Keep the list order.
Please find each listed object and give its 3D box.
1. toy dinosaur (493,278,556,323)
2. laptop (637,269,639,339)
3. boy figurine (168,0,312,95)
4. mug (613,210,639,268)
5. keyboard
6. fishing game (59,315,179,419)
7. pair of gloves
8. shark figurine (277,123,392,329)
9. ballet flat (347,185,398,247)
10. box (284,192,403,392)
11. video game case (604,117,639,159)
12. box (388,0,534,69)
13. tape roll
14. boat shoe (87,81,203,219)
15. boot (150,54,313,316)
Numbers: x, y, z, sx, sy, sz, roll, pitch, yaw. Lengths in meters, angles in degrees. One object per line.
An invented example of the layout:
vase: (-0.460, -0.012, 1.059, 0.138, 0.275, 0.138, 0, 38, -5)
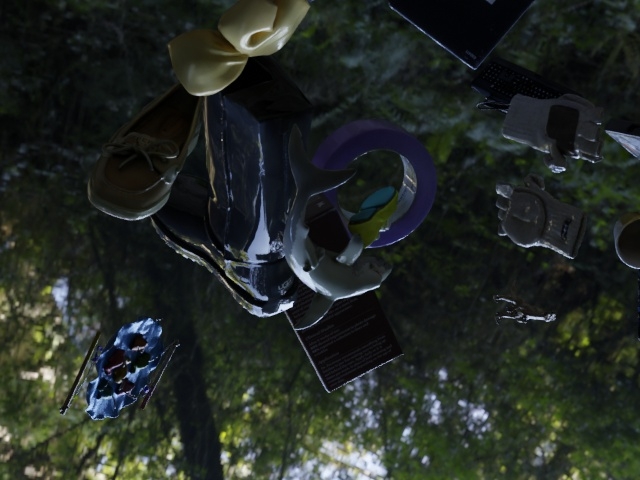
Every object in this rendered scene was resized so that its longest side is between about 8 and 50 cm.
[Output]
toy dinosaur: (0.372, 0.126, 1.684, 0.092, 0.053, 0.183, -1, -164, -15)
laptop: (0.776, 0.070, 1.814, 0.234, 0.264, 0.136, -7, -169, -23)
boy figurine: (-0.066, -0.291, 1.124, 0.092, 0.285, 0.177, 53, -166, -2)
mug: (0.376, -0.010, 1.045, 0.062, 0.078, 0.064, 50, -165, -7)
keyboard: (0.338, -0.248, 1.518, 0.192, 0.100, 0.038, 33, 176, 35)
fishing game: (-0.304, 0.207, 1.439, 0.041, 0.189, 0.264, 26, 176, 20)
pair of gloves: (0.349, -0.105, 1.378, 0.042, 0.240, 0.204, 5, -173, -31)
shark figurine: (-0.021, -0.003, 1.159, 0.166, 0.278, 0.116, -39, -131, -9)
ballet flat: (0.118, -0.046, 1.943, 0.077, 0.077, 0.231, -12, -164, 26)
box: (0.007, 0.109, 1.897, 0.191, 0.381, 0.143, -27, -155, -3)
video game case: (0.697, -0.131, 1.668, 0.275, 0.035, 0.248, 31, -178, -24)
box: (0.244, -0.466, 1.366, 0.183, 0.296, 0.294, 32, -155, -20)
tape roll: (0.114, -0.127, 1.985, 0.275, 0.275, 0.090, 10, -160, -18)
boat shoe: (-0.225, -0.128, 1.187, 0.104, 0.089, 0.285, 23, -146, -6)
boot: (-0.165, -0.130, 1.442, 0.367, 0.445, 0.146, 37, -121, 26)
